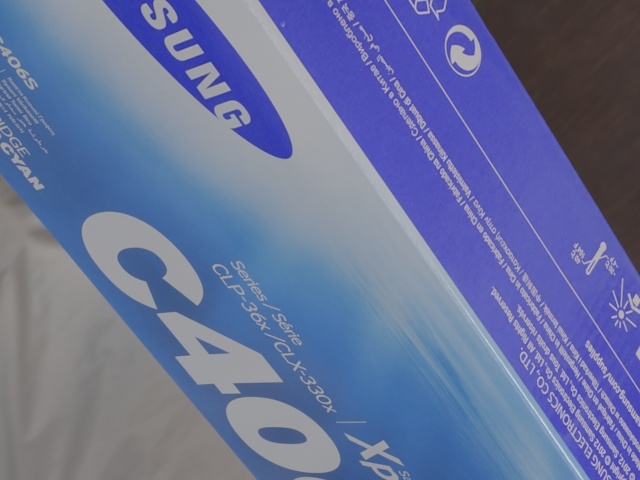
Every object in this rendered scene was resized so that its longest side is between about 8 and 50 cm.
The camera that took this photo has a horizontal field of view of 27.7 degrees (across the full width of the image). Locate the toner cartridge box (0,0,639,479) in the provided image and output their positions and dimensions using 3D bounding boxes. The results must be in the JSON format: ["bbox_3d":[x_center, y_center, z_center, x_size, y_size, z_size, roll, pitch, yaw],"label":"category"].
[{"bbox_3d":[0.000,0.000,0.434,0.165,0.075,0.348,-11,123,47],"label":"toner cartridge box"}]
